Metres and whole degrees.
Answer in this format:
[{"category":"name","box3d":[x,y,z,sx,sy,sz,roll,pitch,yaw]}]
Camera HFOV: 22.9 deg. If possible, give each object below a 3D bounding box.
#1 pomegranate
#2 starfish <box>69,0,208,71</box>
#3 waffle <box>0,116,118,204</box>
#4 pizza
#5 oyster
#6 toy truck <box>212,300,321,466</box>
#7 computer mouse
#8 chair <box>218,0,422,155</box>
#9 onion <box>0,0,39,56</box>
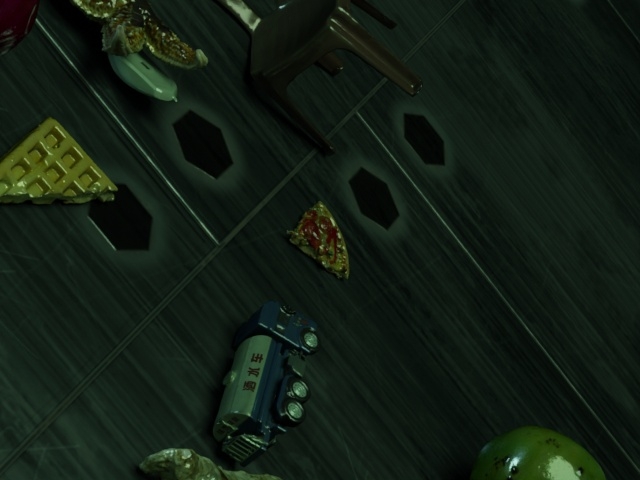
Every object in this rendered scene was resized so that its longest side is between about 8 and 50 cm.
[{"category":"pomegranate","box3d":[0.246,0.326,1.897,0.209,0.180,0.180,-42,97,-26]},{"category":"starfish","box3d":[-0.231,-0.266,1.844,0.238,0.071,0.216,31,29,5]},{"category":"waffle","box3d":[-0.296,-0.043,1.647,0.125,0.032,0.191,50,37,-13]},{"category":"pizza","box3d":[0.011,0.004,1.975,0.099,0.029,0.100,53,35,-7]},{"category":"oyster","box3d":[-0.086,0.265,1.619,0.200,0.061,0.106,7,58,-48]},{"category":"toy truck","box3d":[-0.064,0.158,1.731,0.088,0.074,0.202,33,41,-16]},{"category":"computer mouse","box3d":[-0.211,-0.192,1.852,0.110,0.032,0.056,44,27,10]},{"category":"chair","box3d":[-0.039,-0.298,2.034,0.326,0.175,0.183,38,30,-30]},{"category":"onion","box3d":[-0.381,-0.242,1.621,0.195,0.140,0.218,33,44,-40]}]
